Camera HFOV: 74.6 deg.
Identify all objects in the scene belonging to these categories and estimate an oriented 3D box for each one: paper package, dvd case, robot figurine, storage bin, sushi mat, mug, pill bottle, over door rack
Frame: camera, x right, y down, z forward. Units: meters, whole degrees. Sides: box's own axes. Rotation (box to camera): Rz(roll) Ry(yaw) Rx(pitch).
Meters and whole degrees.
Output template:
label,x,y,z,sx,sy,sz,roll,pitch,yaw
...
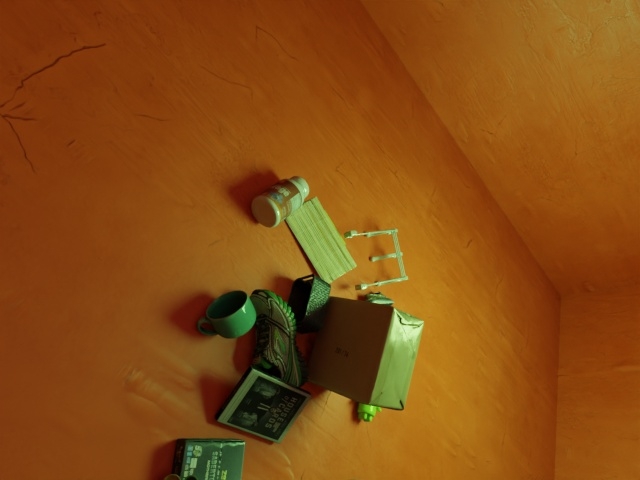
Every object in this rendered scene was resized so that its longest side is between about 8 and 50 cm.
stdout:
label,x,y,z,sx,sy,sz,roll,pitch,yaw
paper package,0.135,0.359,1.382,0.168,0.324,0.310,26,74,-36
dvd case,-0.163,0.489,1.245,0.238,0.029,0.179,36,88,-29
robot figurine,0.176,0.610,1.564,0.101,0.067,0.115,31,55,-18
storage bin,-0.045,0.220,1.450,0.084,0.122,0.180,33,55,-31
sushi mat,0.000,0.000,1.587,0.151,0.019,0.317,-32,96,-14
mug,-0.268,0.227,1.244,0.130,0.157,0.098,-69,144,-55
pill bottle,-0.136,-0.146,1.494,0.121,0.121,0.216,58,45,-12
over door rack,0.224,0.074,1.771,0.324,0.108,0.240,-4,79,-43

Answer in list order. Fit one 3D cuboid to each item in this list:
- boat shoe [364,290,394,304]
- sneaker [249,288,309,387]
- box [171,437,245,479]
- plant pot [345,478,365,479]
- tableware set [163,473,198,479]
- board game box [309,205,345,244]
label,x,y,z,sx,sy,sz,roll,pitch,yaw
boat shoe,0.248,0.247,1.760,0.183,0.066,0.066,15,44,-54
sneaker,-0.149,0.317,1.310,0.146,0.134,0.344,-18,89,-45
box,-0.300,0.646,1.100,0.183,0.059,0.233,23,62,-38
plant pot,0.121,0.902,1.290,0.271,0.271,0.255,44,34,-24
tableware set,-0.373,0.621,1.008,0.153,0.024,0.104,-1,68,-8
board game box,0.017,-0.033,1.656,0.181,0.043,0.092,57,45,-12
